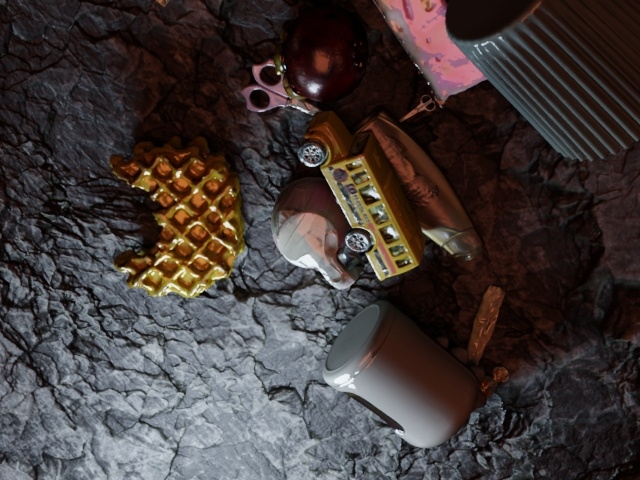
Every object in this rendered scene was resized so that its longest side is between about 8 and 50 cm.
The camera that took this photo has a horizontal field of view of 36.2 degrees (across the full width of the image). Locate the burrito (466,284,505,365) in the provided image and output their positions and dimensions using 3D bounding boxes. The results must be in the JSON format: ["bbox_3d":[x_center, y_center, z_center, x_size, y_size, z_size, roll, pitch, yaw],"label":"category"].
[{"bbox_3d":[0.341,0.179,2.044,0.045,0.041,0.185,17,109,8],"label":"burrito"}]

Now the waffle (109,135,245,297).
[{"bbox_3d":[-0.283,-0.042,1.958,0.261,0.151,0.324,5,112,6],"label":"waffle"}]

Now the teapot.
[{"bbox_3d":[-0.014,0.001,1.932,0.163,0.178,0.221,-11,110,9],"label":"teapot"}]

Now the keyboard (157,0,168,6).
[{"bbox_3d":[-0.334,-0.503,1.856,0.129,0.015,0.049,39,108,-9],"label":"keyboard"}]

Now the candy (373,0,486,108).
[{"bbox_3d":[0.200,-0.388,1.783,0.116,0.155,0.265,-31,105,19],"label":"candy"}]

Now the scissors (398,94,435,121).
[{"bbox_3d":[0.185,-0.252,1.913,0.083,0.006,0.036,-33,106,15],"label":"scissors"}]

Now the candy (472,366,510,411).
[{"bbox_3d":[0.328,0.333,2.098,0.182,0.046,0.053,-42,104,15],"label":"candy"}]

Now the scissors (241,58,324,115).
[{"bbox_3d":[-0.049,-0.271,1.918,0.212,0.021,0.110,27,112,-5],"label":"scissors"}]

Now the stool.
[{"bbox_3d":[0.408,-0.343,1.657,0.330,0.297,0.297,33,111,-30],"label":"stool"}]

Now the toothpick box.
[{"bbox_3d":[0.191,0.281,2.006,0.316,0.229,0.229,38,109,-12],"label":"toothpick box"}]

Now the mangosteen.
[{"bbox_3d":[-0.007,-0.344,1.818,0.200,0.200,0.199,1,110,4],"label":"mangosteen"}]

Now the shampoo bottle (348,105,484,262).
[{"bbox_3d":[0.192,-0.101,1.929,0.126,0.084,0.350,-36,105,21],"label":"shampoo bottle"}]

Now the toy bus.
[{"bbox_3d":[0.084,-0.091,1.850,0.123,0.121,0.335,-16,117,26],"label":"toy bus"}]
